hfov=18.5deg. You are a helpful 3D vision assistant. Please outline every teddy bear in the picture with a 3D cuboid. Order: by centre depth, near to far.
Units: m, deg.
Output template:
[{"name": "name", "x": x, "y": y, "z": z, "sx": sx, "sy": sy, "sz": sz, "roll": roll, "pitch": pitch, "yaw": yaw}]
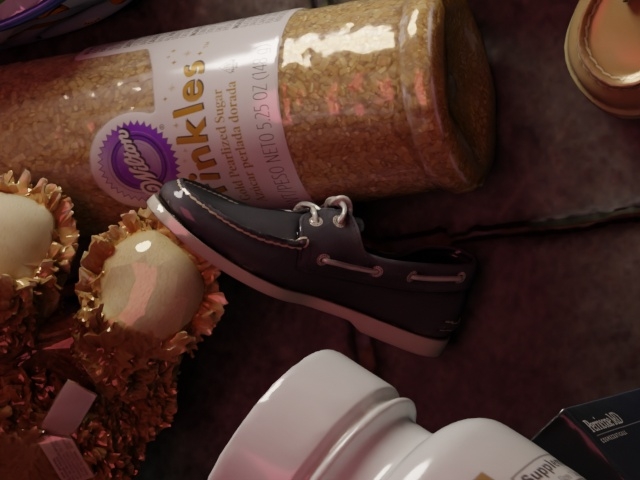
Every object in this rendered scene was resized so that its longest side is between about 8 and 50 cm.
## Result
[{"name": "teddy bear", "x": -0.164, "y": 0.118, "z": 1.152, "sx": 0.245, "sy": 0.113, "sz": 0.338, "roll": -1, "pitch": 111, "yaw": 2}]

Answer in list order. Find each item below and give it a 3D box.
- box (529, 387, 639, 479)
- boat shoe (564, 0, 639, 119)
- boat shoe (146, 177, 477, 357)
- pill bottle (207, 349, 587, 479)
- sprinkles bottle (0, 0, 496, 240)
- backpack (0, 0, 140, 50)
[{"name": "box", "x": 0.179, "y": 0.170, "z": 0.960, "sx": 0.184, "sy": 0.261, "sz": 0.103, "roll": 46, "pitch": 105, "yaw": 16}, {"name": "boat shoe", "x": 0.230, "y": -0.183, "z": 1.034, "sx": 0.104, "sy": 0.089, "sz": 0.285, "roll": 45, "pitch": 105, "yaw": 16}, {"name": "boat shoe", "x": 0.000, "y": 0.000, "z": 1.083, "sx": 0.065, "sy": 0.206, "sz": 0.075, "roll": -58, "pitch": 31, "yaw": 13}, {"name": "pill bottle", "x": 0.067, "y": 0.147, "z": 0.793, "sx": 0.229, "sy": 0.131, "sz": 0.131, "roll": 34, "pitch": 102, "yaw": 19}, {"name": "sprinkles bottle", "x": -0.081, "y": -0.065, "z": 1.143, "sx": 0.355, "sy": 0.121, "sz": 0.121, "roll": -8, "pitch": 87, "yaw": 21}, {"name": "backpack", "x": -0.210, "y": -0.245, "z": 1.161, "sx": 0.276, "sy": 0.213, "sz": 0.263, "roll": -17, "pitch": 94, "yaw": 18}]
